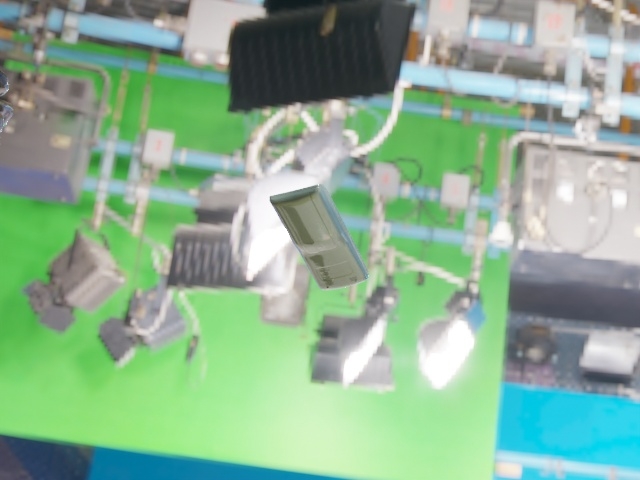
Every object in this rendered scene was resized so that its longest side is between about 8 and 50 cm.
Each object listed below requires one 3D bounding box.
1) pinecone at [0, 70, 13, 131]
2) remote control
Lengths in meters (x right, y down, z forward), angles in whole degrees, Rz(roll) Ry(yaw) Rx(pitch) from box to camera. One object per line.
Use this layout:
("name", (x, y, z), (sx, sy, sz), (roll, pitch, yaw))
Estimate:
("pinecone", (-0.344, -0.095, 0.974), (0.184, 0.204, 0.179), (-1, -52, -43))
("remote control", (0.000, 0.000, 1.371), (0.061, 0.029, 0.162), (-12, -44, 17))
